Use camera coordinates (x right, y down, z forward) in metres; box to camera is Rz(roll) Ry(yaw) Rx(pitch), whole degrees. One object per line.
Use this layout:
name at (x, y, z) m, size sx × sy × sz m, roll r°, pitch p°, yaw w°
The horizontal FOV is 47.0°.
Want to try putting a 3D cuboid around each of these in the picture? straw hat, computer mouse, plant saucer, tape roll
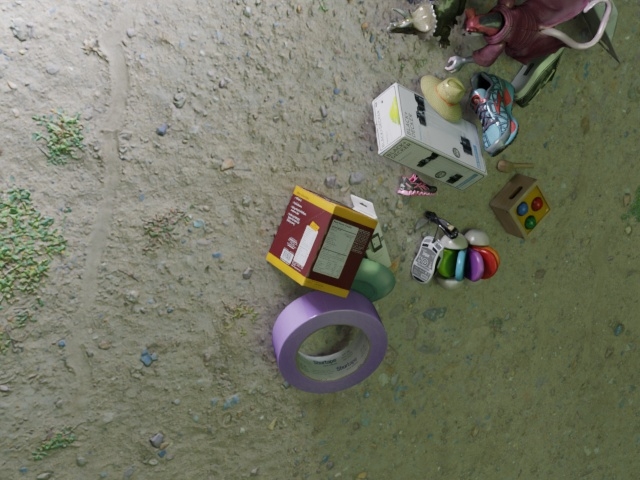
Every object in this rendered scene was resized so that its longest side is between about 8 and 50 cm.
straw hat at (0.319, -0.365, 1.807) m, size 0.145 × 0.061 × 0.144 m, roll 23°, pitch 49°, yaw -30°
computer mouse at (0.298, 0.026, 1.967) m, size 0.042 × 0.106 × 0.192 m, roll -10°, pitch 125°, yaw -50°
plant saucer at (0.088, 0.112, 1.813) m, size 0.195 × 0.195 × 0.037 m, roll 36°, pitch 43°, yaw -34°
tape roll at (0.022, 0.249, 1.810) m, size 0.275 × 0.090 × 0.274 m, roll -7°, pitch 127°, yaw -10°

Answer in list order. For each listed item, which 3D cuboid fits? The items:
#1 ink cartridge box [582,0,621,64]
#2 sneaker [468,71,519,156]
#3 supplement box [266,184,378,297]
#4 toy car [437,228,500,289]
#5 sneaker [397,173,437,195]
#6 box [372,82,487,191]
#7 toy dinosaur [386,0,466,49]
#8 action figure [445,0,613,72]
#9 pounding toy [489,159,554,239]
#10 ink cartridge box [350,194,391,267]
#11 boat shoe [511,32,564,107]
ink cartridge box at (0.738, -0.602, 1.948) m, size 0.066 × 0.189 × 0.232 m, roll -36°, pitch 124°, yaw 19°
sneaker at (0.418, -0.323, 1.858) m, size 0.125 × 0.104 × 0.261 m, roll 27°, pitch 47°, yaw -24°
supplement box at (0.000, 0.000, 1.707) m, size 0.129 × 0.191 × 0.194 m, roll 19°, pitch 97°, yaw -34°
toy car at (0.409, 0.061, 2.005) m, size 0.182 × 0.136 × 0.159 m, roll -7°, pitch 110°, yaw -29°
sneaker at (0.255, -0.143, 1.904) m, size 0.119 × 0.047 × 0.057 m, roll -2°, pitch 96°, yaw -32°
box at (0.267, -0.247, 1.794) m, size 0.290 × 0.087 × 0.169 m, roll 19°, pitch 53°, yaw -33°
toy dinosaur at (0.292, -0.549, 1.709) m, size 0.121 × 0.160 × 0.313 m, roll 42°, pitch 81°, yaw 7°
action figure at (0.478, -0.502, 1.786) m, size 0.370 × 0.276 × 0.247 m, roll -13°, pitch 122°, yaw -42°
pounding toy at (0.570, -0.138, 2.058) m, size 0.181 × 0.094 × 0.206 m, roll -46°, pitch 124°, yaw -9°
ink cartridge box at (0.103, -0.013, 1.817) m, size 0.060 × 0.104 × 0.180 m, roll -30°, pitch 119°, yaw -20°
boat shoe at (0.592, -0.457, 1.979) m, size 0.070 × 0.078 × 0.219 m, roll 37°, pitch 94°, yaw -34°
